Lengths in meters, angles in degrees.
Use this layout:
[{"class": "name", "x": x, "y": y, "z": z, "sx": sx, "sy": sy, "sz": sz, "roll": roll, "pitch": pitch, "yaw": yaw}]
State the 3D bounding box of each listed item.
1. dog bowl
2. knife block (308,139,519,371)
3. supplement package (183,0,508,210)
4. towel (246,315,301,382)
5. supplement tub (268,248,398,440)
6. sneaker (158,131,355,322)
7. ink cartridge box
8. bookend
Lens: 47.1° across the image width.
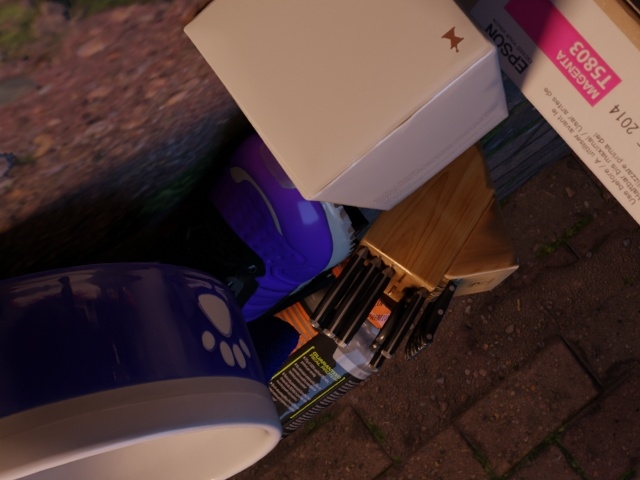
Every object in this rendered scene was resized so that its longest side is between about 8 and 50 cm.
[{"class": "dog bowl", "x": -0.165, "y": 0.121, "z": 0.478, "sx": 0.265, "sy": 0.104, "sz": 0.265, "roll": -18, "pitch": 157, "yaw": -8}, {"class": "knife block", "x": 0.084, "y": 0.000, "z": 0.830, "sx": 0.242, "sy": 0.276, "sz": 0.088, "roll": -7, "pitch": 160, "yaw": -13}, {"class": "supplement package", "x": 0.028, "y": -0.089, "z": 0.401, "sx": 0.105, "sy": 0.105, "sz": 0.179, "roll": -38, "pitch": 171, "yaw": 13}, {"class": "towel", "x": -0.169, "y": 0.197, "z": 0.763, "sx": 0.227, "sy": 0.076, "sz": 0.308, "roll": -14, "pitch": -160, "yaw": 33}, {"class": "supplement tub", "x": -0.045, "y": 0.151, "z": 1.018, "sx": 0.316, "sy": 0.193, "sz": 0.193, "roll": -37, "pitch": 170, "yaw": 9}, {"class": "sneaker", "x": -0.073, "y": 0.022, "z": 0.577, "sx": 0.146, "sy": 0.102, "sz": 0.293, "roll": -32, "pitch": 169, "yaw": -20}, {"class": "ink cartridge box", "x": 0.219, "y": -0.128, "z": 0.501, "sx": 0.193, "sy": 0.235, "sz": 0.088, "roll": -26, "pitch": 165, "yaw": -44}, {"class": "bookend", "x": 0.000, "y": 0.000, "z": 0.821, "sx": 0.156, "sy": 0.072, "sz": 0.157, "roll": -43, "pitch": 169, "yaw": 33}]
